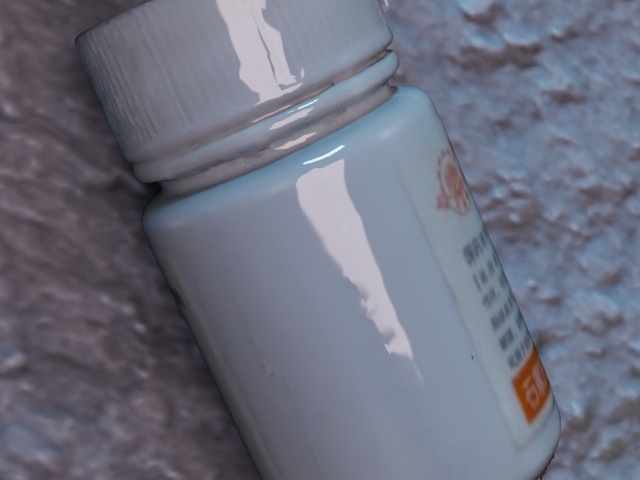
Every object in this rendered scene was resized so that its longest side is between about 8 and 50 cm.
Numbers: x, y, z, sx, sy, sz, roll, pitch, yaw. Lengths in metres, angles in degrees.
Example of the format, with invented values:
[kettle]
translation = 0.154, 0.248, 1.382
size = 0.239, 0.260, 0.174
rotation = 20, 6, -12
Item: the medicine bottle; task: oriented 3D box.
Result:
[medicine bottle]
translation = 0.000, 0.000, 0.561
size = 0.144, 0.144, 0.252
rotation = -29, 105, -16
